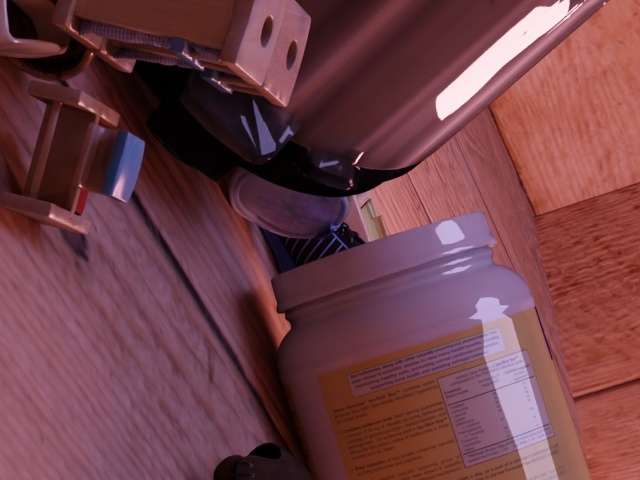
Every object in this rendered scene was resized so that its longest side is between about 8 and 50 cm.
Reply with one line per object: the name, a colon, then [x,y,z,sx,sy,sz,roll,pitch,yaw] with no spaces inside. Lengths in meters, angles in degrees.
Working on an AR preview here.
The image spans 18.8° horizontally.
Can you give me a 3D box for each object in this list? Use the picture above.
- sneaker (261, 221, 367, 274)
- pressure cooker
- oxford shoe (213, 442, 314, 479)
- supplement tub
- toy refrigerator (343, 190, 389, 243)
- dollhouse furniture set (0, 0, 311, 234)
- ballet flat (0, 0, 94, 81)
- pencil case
sneaker: [0.000,0.000,1.884,0.081,0.090,0.232,-39,111,-77]
pressure cooker: [0.019,-0.239,1.588,0.370,0.420,0.375,0,58,-46]
oxford shoe: [-0.054,0.210,1.392,0.096,0.083,0.227,51,14,-7]
supplement tub: [0.100,0.161,1.728,0.241,0.241,0.331,-3,75,-78]
toy refrigerator: [0.020,-0.002,1.976,0.102,0.094,0.269,-40,111,-77]
dollhouse furniture set: [-0.103,-0.086,1.257,0.129,0.129,0.183,32,73,-73]
ballet flat: [-0.207,-0.183,1.200,0.316,0.108,0.106,43,44,-65]
pencil case: [-0.011,-0.137,1.825,0.113,0.124,0.273,28,50,-26]
